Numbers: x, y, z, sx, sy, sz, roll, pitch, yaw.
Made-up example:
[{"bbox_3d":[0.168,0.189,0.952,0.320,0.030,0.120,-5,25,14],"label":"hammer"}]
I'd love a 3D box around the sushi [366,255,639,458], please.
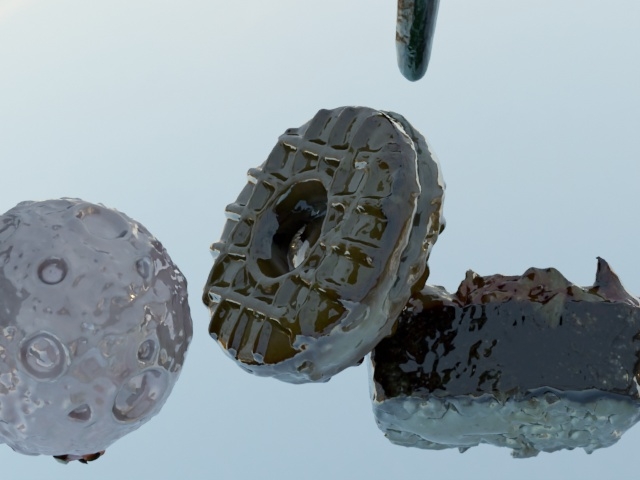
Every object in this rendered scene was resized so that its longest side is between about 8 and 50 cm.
[{"bbox_3d":[0.196,0.138,1.626,0.343,0.196,0.182,-1,-124,11],"label":"sushi"}]

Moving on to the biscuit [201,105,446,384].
[{"bbox_3d":[0.000,0.000,1.591,0.332,0.103,0.332,-34,-141,34],"label":"biscuit"}]

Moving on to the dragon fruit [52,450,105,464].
[{"bbox_3d":[-0.267,0.200,1.619,0.081,0.086,0.116,9,-170,-15],"label":"dragon fruit"}]

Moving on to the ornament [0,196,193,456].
[{"bbox_3d":[-0.246,0.088,1.442,0.259,0.259,0.225,-32,-125,-29],"label":"ornament"}]

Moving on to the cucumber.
[{"bbox_3d":[0.116,-0.304,1.655,0.056,0.284,0.056,2,-147,-1],"label":"cucumber"}]
